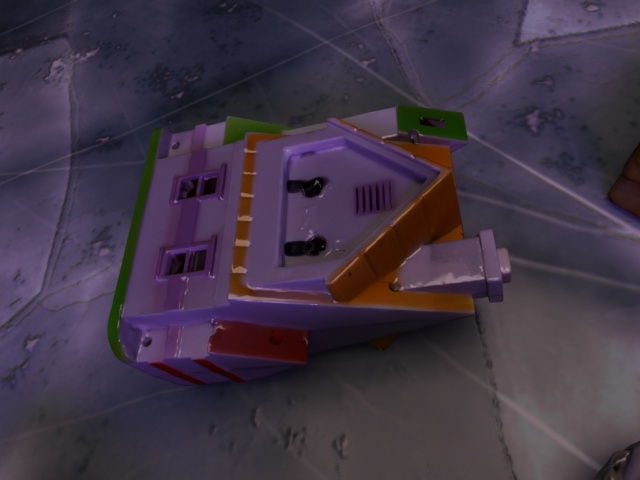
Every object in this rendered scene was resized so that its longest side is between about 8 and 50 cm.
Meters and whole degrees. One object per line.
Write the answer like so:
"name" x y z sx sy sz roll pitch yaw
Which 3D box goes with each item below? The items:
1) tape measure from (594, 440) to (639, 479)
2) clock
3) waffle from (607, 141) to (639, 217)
"tape measure" 0.253 0.231 0.287 0.196 0.105 0.178 22 69 22
"clock" 0.000 0.000 0.446 0.310 0.166 0.235 -9 59 17
"waffle" 0.456 -0.050 0.404 0.328 0.098 0.224 35 75 25
